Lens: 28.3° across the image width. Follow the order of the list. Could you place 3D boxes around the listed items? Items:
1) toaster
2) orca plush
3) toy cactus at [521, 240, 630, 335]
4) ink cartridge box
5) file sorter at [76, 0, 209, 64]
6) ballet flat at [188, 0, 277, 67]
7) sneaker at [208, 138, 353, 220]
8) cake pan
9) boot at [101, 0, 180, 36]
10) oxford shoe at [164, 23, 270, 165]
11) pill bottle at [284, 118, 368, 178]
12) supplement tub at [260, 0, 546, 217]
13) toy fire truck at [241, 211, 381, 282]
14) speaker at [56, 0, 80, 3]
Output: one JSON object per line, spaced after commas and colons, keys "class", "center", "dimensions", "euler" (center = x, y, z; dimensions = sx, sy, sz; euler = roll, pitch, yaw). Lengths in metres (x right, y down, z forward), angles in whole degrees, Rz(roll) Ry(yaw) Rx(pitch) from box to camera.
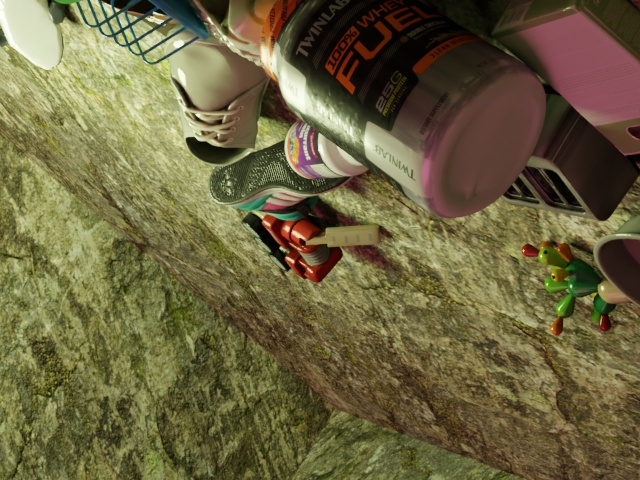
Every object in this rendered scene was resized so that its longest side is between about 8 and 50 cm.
{"class": "toaster", "center": [0.295, -0.115, 1.638], "dimensions": [0.168, 0.110, 0.185], "euler": [14, 156, 48]}
{"class": "orca plush", "center": [-0.575, -0.448, 2.350], "dimensions": [0.287, 0.151, 0.102], "euler": [41, -166, -38]}
{"class": "toy cactus", "center": [0.427, 0.079, 2.025], "dimensions": [0.180, 0.112, 0.219], "euler": [2, 139, 44]}
{"class": "ink cartridge box", "center": [0.328, -0.194, 1.438], "dimensions": [0.235, 0.056, 0.171], "euler": [36, 164, -19]}
{"class": "file sorter", "center": [-0.249, -0.325, 1.717], "dimensions": [0.118, 0.104, 0.170], "euler": [66, -165, 19]}
{"class": "ballet flat", "center": [-0.135, -0.341, 1.680], "dimensions": [0.409, 0.147, 0.147], "euler": [43, 162, -30]}
{"class": "sneaker", "center": [-0.034, -0.108, 2.294], "dimensions": [0.295, 0.124, 0.178], "euler": [-8, 172, 31]}
{"class": "cake pan", "center": [0.532, 0.057, 1.807], "dimensions": [0.293, 0.054, 0.293], "euler": [30, 164, 9]}
{"class": "boot", "center": [-0.282, -0.370, 2.044], "dimensions": [0.219, 0.082, 0.106], "euler": [23, 159, 25]}
{"class": "oxford shoe", "center": [-0.169, -0.232, 2.089], "dimensions": [0.169, 0.130, 0.449], "euler": [11, 165, 2]}
{"class": "pill bottle", "center": [0.029, -0.155, 2.040], "dimensions": [0.108, 0.108, 0.193], "euler": [39, 163, -22]}
{"class": "supplement tub", "center": [0.091, -0.191, 1.558], "dimensions": [0.338, 0.207, 0.207], "euler": [38, 170, 34]}
{"class": "toy fire truck", "center": [0.000, 0.000, 2.555], "dimensions": [0.246, 0.158, 0.217], "euler": [35, 168, 35]}
{"class": "speaker", "center": [-0.211, -0.392, 1.486], "dimensions": [0.296, 0.131, 0.131], "euler": [-25, 132, 25]}
